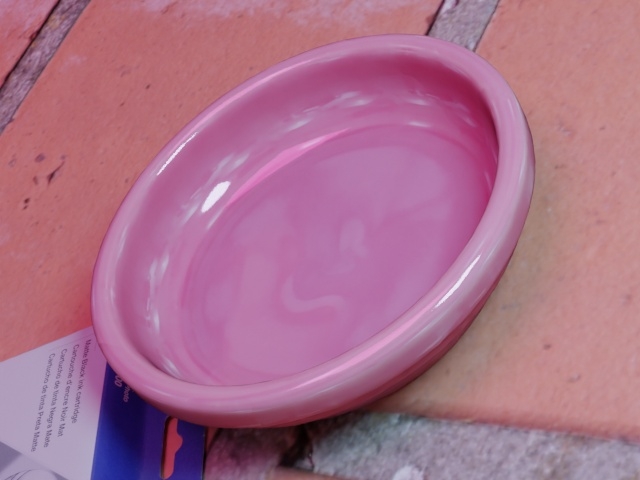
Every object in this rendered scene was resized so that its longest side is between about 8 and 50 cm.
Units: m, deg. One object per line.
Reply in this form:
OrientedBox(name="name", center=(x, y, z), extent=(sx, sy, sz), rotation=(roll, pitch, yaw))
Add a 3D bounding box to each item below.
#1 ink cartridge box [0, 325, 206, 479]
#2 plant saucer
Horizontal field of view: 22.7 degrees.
OrientedBox(name="ink cartridge box", center=(-0.187, 0.161, 1.137), extent=(0.224, 0.045, 0.223), rotation=(-22, 42, 20))
OrientedBox(name="plant saucer", center=(0.000, 0.000, 1.109), extent=(0.332, 0.084, 0.332), rotation=(-19, 43, 19))
